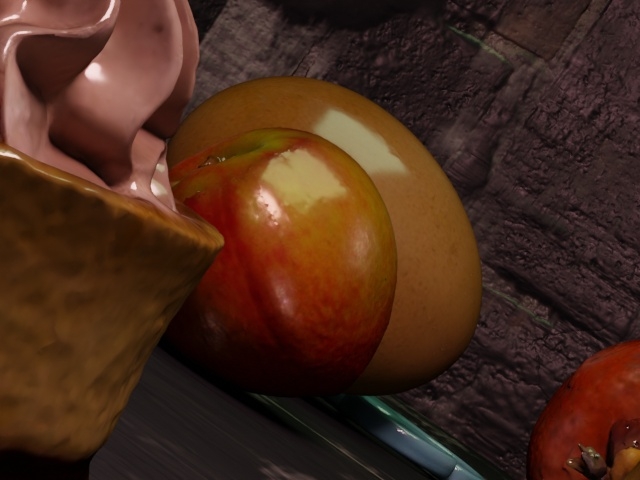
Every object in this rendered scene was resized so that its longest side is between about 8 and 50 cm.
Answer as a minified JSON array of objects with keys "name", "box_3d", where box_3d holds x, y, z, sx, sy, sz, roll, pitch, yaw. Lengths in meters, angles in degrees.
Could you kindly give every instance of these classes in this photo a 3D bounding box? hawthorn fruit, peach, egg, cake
[{"name":"hawthorn fruit","box_3d":[0.291,0.204,1.718,0.276,0.276,0.307,34,16,38]},{"name":"peach","box_3d":[-0.034,0.023,1.390,0.197,0.197,0.197,34,0,0]},{"name":"egg","box_3d":[0.000,0.000,1.771,0.322,0.250,0.250,43,0,0]},{"name":"cake","box_3d":[-0.109,-0.037,0.616,0.185,0.178,0.207,33,-4,42]}]

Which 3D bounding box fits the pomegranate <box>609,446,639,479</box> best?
[{"name":"pomegranate","box_3d":[0.315,0.238,1.494,0.233,0.233,0.233,34,0,0]}]

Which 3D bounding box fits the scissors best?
[{"name":"scissors","box_3d":[-0.016,0.122,1.996,0.447,0.029,0.192,34,-1,37]}]
